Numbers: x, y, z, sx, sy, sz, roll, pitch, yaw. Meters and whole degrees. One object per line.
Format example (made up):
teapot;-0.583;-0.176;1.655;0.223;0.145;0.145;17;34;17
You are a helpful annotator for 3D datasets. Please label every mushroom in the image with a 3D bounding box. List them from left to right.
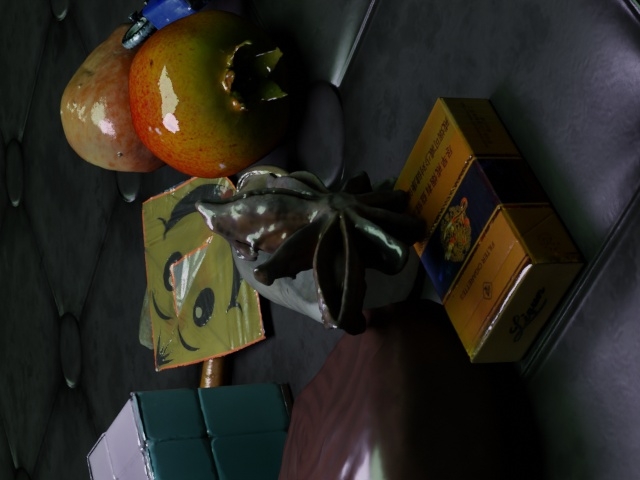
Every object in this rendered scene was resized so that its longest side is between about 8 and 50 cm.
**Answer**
mushroom;-0.020;0.001;1.774;0.397;0.126;0.177;13;79;61

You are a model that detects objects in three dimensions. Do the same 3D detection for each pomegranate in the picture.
pomegranate;-0.137;-0.196;1.898;0.257;0.221;0.220;-19;75;56

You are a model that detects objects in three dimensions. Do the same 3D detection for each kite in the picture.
kite;-0.183;0.059;2.126;0.377;0.013;0.327;47;120;41

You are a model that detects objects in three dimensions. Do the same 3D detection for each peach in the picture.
peach;-0.294;-0.216;2.199;0.232;0.233;0.232;8;99;62

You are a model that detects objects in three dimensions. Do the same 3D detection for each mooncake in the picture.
mooncake;0.067;0.224;1.540;0.326;0.174;0.333;-177;95;-72

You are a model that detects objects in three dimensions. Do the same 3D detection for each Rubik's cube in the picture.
Rubik's cube;-0.157;0.339;1.946;0.221;0.231;0.224;-53;46;51

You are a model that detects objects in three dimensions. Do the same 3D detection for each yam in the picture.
yam;-0.243;0.102;2.270;0.069;0.070;0.146;-120;34;-42

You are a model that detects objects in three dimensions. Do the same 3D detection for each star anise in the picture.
star anise;-0.003;-0.002;1.533;0.258;0.198;0.110;28;134;37

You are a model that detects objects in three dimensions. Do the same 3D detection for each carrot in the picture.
carrot;-0.150;0.168;2.125;0.043;0.043;0.247;28;114;59

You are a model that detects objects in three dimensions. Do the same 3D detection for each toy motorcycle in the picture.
toy motorcycle;-0.174;-0.367;2.037;0.315;0.113;0.169;-21;32;53

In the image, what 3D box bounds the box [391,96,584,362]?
box;0.162;-0.012;1.483;0.237;0.070;0.152;64;144;36
